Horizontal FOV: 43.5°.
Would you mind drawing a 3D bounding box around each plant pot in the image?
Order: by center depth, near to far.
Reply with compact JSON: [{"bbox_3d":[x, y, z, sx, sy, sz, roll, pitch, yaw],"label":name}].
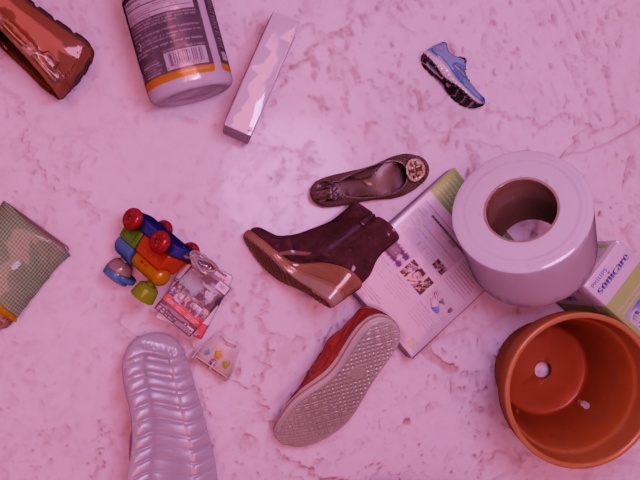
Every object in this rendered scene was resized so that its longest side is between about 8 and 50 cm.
[{"bbox_3d":[0.465,0.269,1.561,0.291,0.203,0.290,0,93,-7],"label":"plant pot"}]

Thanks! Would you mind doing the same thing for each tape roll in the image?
[{"bbox_3d":[0.376,-0.019,1.468,0.246,0.169,0.246,-9,62,17],"label":"tape roll"}]

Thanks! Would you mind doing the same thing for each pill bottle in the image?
[{"bbox_3d":[-0.272,-0.400,1.482,0.162,0.162,0.278,-15,90,-10],"label":"pill bottle"}]

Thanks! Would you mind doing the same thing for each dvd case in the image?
[{"bbox_3d":[-0.236,0.107,1.490,0.087,0.013,0.119,41,84,-7],"label":"dvd case"}]

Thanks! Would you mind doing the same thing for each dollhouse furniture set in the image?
[{"bbox_3d":[-0.628,0.006,1.413,0.302,0.151,0.197,37,83,-7],"label":"dollhouse furniture set"}]

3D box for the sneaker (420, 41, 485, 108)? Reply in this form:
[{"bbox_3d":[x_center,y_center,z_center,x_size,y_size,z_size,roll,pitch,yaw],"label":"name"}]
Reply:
[{"bbox_3d":[0.281,-0.338,1.626,0.073,0.063,0.162,-44,96,-11],"label":"sneaker"}]

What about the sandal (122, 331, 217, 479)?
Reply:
[{"bbox_3d":[-0.288,0.381,1.495,0.169,0.102,0.416,1,75,-24],"label":"sandal"}]

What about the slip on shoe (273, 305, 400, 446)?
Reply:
[{"bbox_3d":[0.027,0.263,1.541,0.123,0.101,0.331,32,102,-24],"label":"slip on shoe"}]

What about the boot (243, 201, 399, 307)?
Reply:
[{"bbox_3d":[0.000,0.000,1.550,0.248,0.090,0.207,33,65,20],"label":"boot"}]

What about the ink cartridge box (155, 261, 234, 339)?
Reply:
[{"bbox_3d":[-0.239,0.105,1.526,0.099,0.056,0.135,28,84,-8],"label":"ink cartridge box"}]

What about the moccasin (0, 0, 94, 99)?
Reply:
[{"bbox_3d":[-0.601,-0.395,1.446,0.380,0.139,0.147,37,74,-16],"label":"moccasin"}]

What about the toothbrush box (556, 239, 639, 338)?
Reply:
[{"bbox_3d":[0.604,0.135,1.596,0.283,0.206,0.122,39,82,-6],"label":"toothbrush box"}]

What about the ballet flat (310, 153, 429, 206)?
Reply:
[{"bbox_3d":[0.101,-0.117,1.590,0.250,0.058,0.084,-12,91,-10],"label":"ballet flat"}]

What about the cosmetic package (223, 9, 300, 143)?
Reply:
[{"bbox_3d":[-0.116,-0.311,1.538,0.061,0.099,0.239,24,84,-9],"label":"cosmetic package"}]

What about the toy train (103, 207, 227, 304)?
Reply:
[{"bbox_3d":[-0.287,0.057,1.449,0.248,0.105,0.143,36,95,33],"label":"toy train"}]

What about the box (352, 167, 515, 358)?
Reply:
[{"bbox_3d":[0.220,0.044,1.609,0.322,0.058,0.232,-41,95,-7],"label":"box"}]

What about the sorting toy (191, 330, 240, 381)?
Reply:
[{"bbox_3d":[-0.194,0.218,1.541,0.083,0.045,0.075,36,76,-7],"label":"sorting toy"}]
